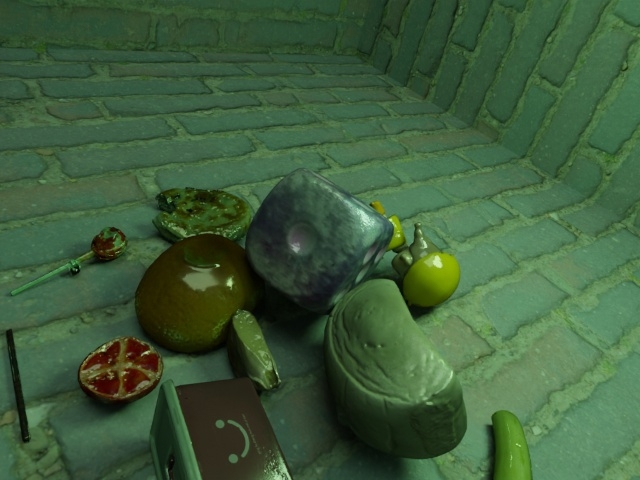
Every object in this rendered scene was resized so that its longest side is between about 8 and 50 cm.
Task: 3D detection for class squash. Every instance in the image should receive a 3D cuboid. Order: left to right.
[{"bbox_3d":[0.397,0.472,0.966,0.083,0.083,0.250,22,35,7],"label":"squash"}]

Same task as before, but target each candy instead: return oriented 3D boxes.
[{"bbox_3d":[-0.608,0.054,1.135,0.078,0.084,0.287,38,48,21],"label":"candy"}]

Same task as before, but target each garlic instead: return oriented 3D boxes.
[{"bbox_3d":[-0.149,0.256,1.014,0.086,0.102,0.196,-11,49,-27],"label":"garlic"}]

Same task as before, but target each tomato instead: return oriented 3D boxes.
[{"bbox_3d":[-0.393,0.271,0.927,0.155,0.069,0.156,9,35,-6],"label":"tomato"}]

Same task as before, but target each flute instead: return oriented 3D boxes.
[{"bbox_3d":[-0.588,0.272,0.898,0.014,0.014,0.269,-12,44,-33],"label":"flute"}]

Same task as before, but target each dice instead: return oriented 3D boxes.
[{"bbox_3d":[0.000,0.000,1.136,0.270,0.270,0.271,36,10,17],"label":"dice"}]

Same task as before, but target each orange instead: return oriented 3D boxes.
[{"bbox_3d":[-0.275,0.105,1.124,0.262,0.196,0.334,39,33,8],"label":"orange"}]

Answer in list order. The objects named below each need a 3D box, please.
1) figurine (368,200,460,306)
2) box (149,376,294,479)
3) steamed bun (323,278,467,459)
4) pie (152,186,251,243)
[{"bbox_3d":[0.248,0.036,1.330,0.344,0.187,0.215,50,13,9],"label":"figurine"},{"bbox_3d":[-0.170,0.382,0.781,0.167,0.194,0.294,0,38,-34],"label":"box"},{"bbox_3d":[0.120,0.264,0.968,0.236,0.247,0.384,-21,32,-5],"label":"steamed bun"},{"bbox_3d":[-0.351,-0.075,1.399,0.302,0.067,0.303,10,35,-7],"label":"pie"}]
